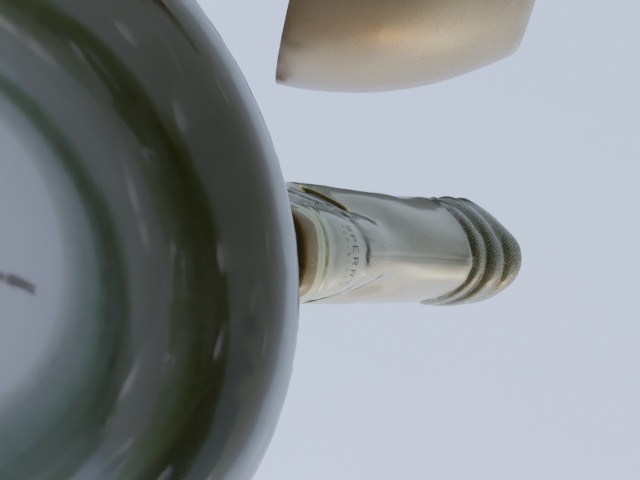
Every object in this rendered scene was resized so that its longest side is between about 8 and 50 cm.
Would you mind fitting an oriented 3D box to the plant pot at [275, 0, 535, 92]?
[{"bbox_3d":[0.089,-0.244,1.535,0.191,0.284,0.284,15,-76,1],"label":"plant pot"}]

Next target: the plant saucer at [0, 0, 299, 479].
[{"bbox_3d":[-0.195,-0.006,0.856,0.100,0.400,0.400,-29,-105,48],"label":"plant saucer"}]

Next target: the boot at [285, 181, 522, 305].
[{"bbox_3d":[0.000,0.000,1.100,0.213,0.165,0.077,13,-80,58],"label":"boot"}]
